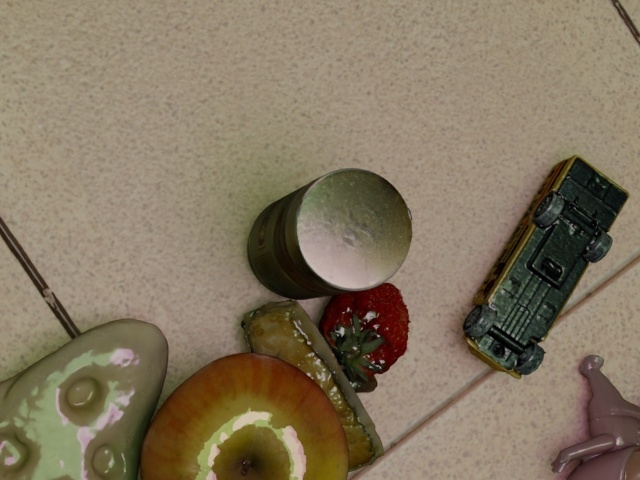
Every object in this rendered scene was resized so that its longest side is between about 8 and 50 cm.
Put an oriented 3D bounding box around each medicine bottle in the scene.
[{"bbox_3d":[0.000,0.000,1.615,0.151,0.322,0.151,1,84,-15],"label":"medicine bottle"}]

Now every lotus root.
[{"bbox_3d":[0.045,0.206,1.760,0.083,0.030,0.037,-2,84,-16],"label":"lotus root"}]

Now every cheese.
[{"bbox_3d":[-0.314,0.306,1.604,0.351,0.129,0.328,-28,91,-14],"label":"cheese"}]

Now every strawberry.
[{"bbox_3d":[0.064,0.122,1.739,0.131,0.148,0.131,3,115,7],"label":"strawberry"}]

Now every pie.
[{"bbox_3d":[-0.013,0.217,1.705,0.128,0.068,0.282,-25,101,23],"label":"pie"}]

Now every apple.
[{"bbox_3d":[-0.096,0.293,1.573,0.286,0.233,0.286,2,79,-8],"label":"apple"}]

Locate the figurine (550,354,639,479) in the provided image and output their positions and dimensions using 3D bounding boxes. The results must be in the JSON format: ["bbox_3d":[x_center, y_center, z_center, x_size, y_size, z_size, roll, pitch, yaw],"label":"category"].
[{"bbox_3d":[0.459,0.317,1.793,0.176,0.186,0.287,35,58,-35],"label":"figurine"}]

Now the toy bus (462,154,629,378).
[{"bbox_3d":[0.326,0.040,1.803,0.121,0.123,0.335,35,77,-11],"label":"toy bus"}]
